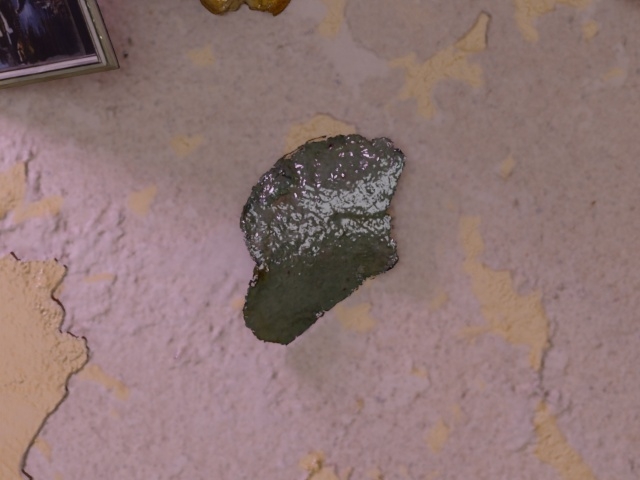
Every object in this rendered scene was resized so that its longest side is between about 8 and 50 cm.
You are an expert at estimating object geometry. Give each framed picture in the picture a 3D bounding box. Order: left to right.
[{"bbox_3d":[-0.333,-0.291,1.668,0.232,0.019,0.296,-5,111,37],"label":"framed picture"}]

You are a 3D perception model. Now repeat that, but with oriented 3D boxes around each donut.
[{"bbox_3d":[-0.079,-0.279,1.746,0.108,0.043,0.097,-6,91,-1],"label":"donut"}]

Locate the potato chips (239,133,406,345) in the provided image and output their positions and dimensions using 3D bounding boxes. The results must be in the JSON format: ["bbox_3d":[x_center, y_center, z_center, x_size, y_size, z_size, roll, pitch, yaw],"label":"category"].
[{"bbox_3d":[-0.002,0.001,1.739,0.167,0.059,0.228,6,92,-6],"label":"potato chips"}]
